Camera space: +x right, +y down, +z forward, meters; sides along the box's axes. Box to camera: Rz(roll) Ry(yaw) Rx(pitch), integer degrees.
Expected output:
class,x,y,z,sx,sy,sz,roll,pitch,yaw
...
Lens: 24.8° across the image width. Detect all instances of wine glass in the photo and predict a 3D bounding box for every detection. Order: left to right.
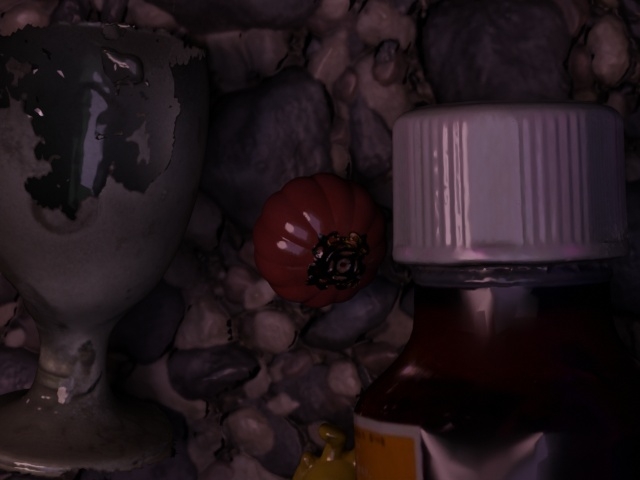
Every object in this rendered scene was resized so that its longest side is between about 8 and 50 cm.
class,x,y,z,sx,sy,sz,roll,pitch,yaw
wine glass,-0.185,-0.003,1.117,0.190,0.190,0.357,9,107,8

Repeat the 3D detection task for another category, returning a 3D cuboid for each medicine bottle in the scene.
class,x,y,z,sx,sy,sz,roll,pitch,yaw
medicine bottle,0.147,0.096,1.052,0.242,0.242,0.395,4,93,9

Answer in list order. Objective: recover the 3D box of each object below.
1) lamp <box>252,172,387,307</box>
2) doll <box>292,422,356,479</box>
class,x,y,z,sx,sy,sz,roll,pitch,yaw
lamp,0.000,0.000,1.127,0.107,0.092,0.107,-10,117,-21
doll,0.008,0.247,1.179,0.145,0.096,0.188,40,95,-5
